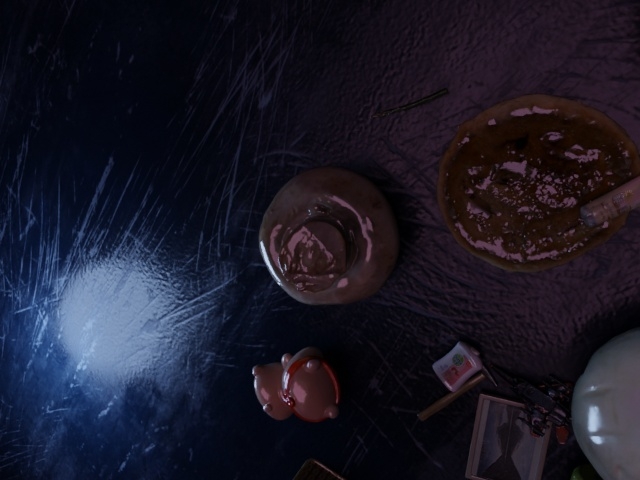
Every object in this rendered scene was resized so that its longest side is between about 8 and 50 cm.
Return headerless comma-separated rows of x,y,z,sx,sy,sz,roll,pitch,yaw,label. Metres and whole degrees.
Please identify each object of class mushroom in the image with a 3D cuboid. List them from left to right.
0.000,0.000,1.047,0.297,0.290,0.298,4,101,22,mushroom
0.577,0.321,0.853,0.315,0.315,0.356,-12,87,25,mushroom

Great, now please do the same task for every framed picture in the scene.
0.393,0.426,1.101,0.150,0.015,0.203,10,104,17,framed picture

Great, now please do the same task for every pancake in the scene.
0.376,-0.094,0.958,0.356,0.065,0.356,13,120,22,pancake

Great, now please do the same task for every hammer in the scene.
0.289,0.338,1.138,0.199,0.013,0.062,-44,82,24,hammer

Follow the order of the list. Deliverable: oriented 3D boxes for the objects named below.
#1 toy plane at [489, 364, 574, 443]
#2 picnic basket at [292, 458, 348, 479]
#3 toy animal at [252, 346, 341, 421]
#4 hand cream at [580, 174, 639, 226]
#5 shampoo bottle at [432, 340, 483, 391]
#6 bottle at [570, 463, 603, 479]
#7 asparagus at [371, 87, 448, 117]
0.418,0.305,1.043,0.189,0.061,0.130,37,82,24,toy plane
0.040,0.683,1.199,0.312,0.228,0.175,27,112,18,picnic basket
-0.046,0.335,1.213,0.197,0.171,0.171,-15,94,33,toy animal
0.504,-0.067,0.869,0.143,0.039,0.061,-29,104,20,hand cream
0.291,0.259,1.101,0.099,0.043,0.072,-49,60,23,shampoo bottle
0.527,0.576,1.024,0.112,0.112,0.260,10,104,22,bottle
0.179,-0.275,1.070,0.162,0.016,0.016,-14,120,26,asparagus
